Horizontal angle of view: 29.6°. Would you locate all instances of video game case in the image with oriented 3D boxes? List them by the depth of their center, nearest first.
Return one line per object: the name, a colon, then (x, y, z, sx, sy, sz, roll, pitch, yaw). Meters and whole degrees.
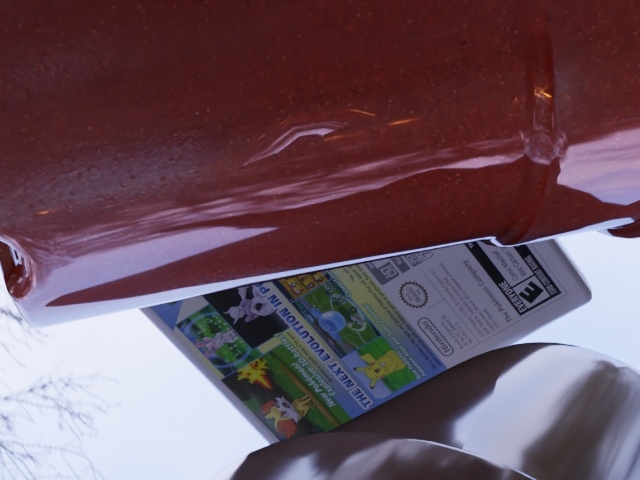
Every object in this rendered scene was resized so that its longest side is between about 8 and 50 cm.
video game case: (0.000, 0.000, 0.938, 0.300, 0.329, 0.036, -32, -154, 17)

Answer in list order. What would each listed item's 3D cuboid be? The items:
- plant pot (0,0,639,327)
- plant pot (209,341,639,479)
plant pot: (-0.020, -0.096, 0.501, 0.265, 0.272, 0.272, -16, -114, -10)
plant pot: (0.092, 0.197, 0.649, 0.323, 0.323, 0.280, 31, -144, 14)
